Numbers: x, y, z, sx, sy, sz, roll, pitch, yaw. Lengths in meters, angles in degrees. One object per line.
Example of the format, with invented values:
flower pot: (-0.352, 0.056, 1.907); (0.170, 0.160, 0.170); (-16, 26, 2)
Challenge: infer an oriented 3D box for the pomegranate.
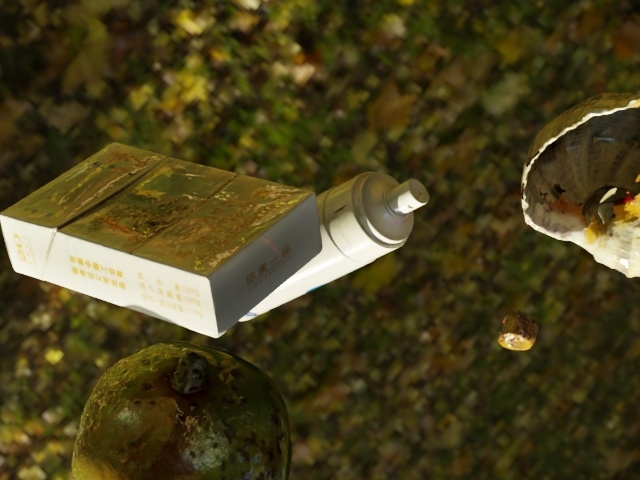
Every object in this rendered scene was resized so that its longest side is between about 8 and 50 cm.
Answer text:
pomegranate: (-0.137, 0.199, 1.408); (0.246, 0.198, 0.198); (-39, 163, 34)

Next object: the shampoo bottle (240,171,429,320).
shampoo bottle: (0.000, 0.000, 1.707); (0.303, 0.092, 0.092); (-26, 174, 41)

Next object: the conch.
conch: (0.332, -0.085, 1.728); (0.159, 0.210, 0.291); (-69, 167, -44)

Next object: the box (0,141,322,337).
box: (-0.135, -0.006, 1.348); (0.149, 0.233, 0.067); (-37, 131, -44)

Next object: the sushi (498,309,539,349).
sushi: (0.261, 0.117, 2.101); (0.099, 0.050, 0.047); (134, -30, -69)
